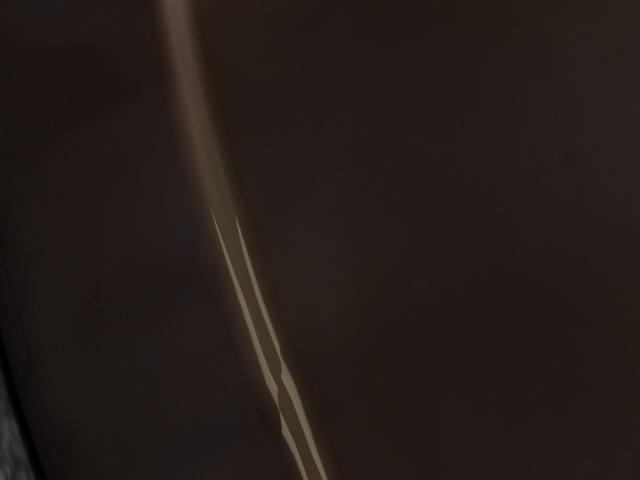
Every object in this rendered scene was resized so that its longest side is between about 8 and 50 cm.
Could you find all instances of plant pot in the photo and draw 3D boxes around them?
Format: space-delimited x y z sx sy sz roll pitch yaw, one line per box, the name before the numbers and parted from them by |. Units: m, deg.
plant pot | 0.080 0.012 0.593 0.323 0.280 0.323 -20 90 -82
